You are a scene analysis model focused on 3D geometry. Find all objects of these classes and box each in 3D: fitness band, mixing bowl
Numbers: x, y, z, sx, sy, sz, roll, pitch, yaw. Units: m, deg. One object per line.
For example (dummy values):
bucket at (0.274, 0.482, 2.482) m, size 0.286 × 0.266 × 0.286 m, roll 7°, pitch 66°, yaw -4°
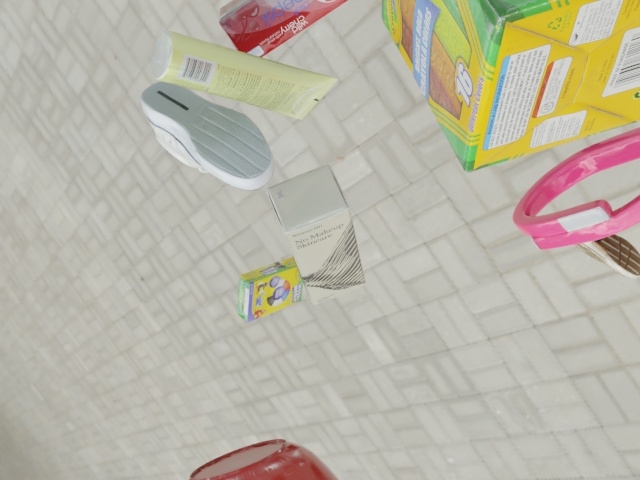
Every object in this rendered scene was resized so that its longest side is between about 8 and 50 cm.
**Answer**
fitness band at (0.417, -0.080, 1.002) m, size 0.054 × 0.209 × 0.291 m, roll 48°, pitch 155°, yaw -11°
mixing bowl at (-0.054, 0.229, 0.560) m, size 0.181 × 0.181 × 0.098 m, roll -23°, pitch 84°, yaw 49°

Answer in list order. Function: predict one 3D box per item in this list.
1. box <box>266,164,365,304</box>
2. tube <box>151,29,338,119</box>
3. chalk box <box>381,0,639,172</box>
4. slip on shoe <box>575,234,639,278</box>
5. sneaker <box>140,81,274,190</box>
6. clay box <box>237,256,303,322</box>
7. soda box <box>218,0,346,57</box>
box at (0.000, 0.000, 1.120) m, size 0.275 × 0.113 × 0.094 m, roll 70°, pitch 177°, yaw -61°
tube at (-0.097, -0.210, 0.872) m, size 0.070 × 0.240 × 0.062 m, roll 21°, pitch 101°, yaw 54°
chalk box at (0.119, -0.178, 0.445) m, size 0.132 × 0.132 × 0.213 m, roll 81°, pitch 169°, yaw -57°
slip on shoe at (0.434, 0.013, 1.032) m, size 0.135 × 0.051 × 0.041 m, roll 38°, pitch 155°, yaw 17°
sneaker at (-0.151, -0.135, 0.933) m, size 0.258 × 0.094 × 0.091 m, roll 40°, pitch 158°, yaw 32°
clay box at (-0.121, 0.126, 1.817) m, size 0.053 × 0.222 × 0.128 m, roll 32°, pitch 128°, yaw 39°
soda box at (-0.028, -0.384, 1.031) m, size 0.263 × 0.092 × 0.083 m, roll -29°, pitch 120°, yaw 12°
